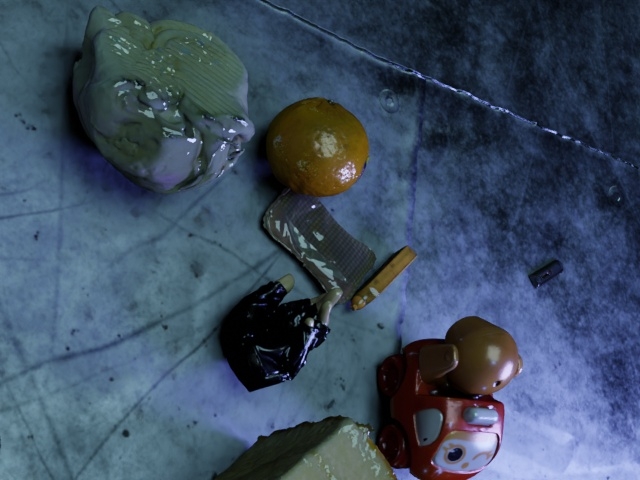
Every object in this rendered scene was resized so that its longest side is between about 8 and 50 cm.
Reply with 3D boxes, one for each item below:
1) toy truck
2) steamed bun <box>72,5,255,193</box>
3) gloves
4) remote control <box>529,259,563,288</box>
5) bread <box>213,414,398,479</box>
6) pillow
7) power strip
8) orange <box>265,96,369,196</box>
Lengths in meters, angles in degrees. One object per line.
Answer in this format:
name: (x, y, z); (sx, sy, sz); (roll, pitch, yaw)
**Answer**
toy truck: (0.228, 0.264, 1.863); (0.189, 0.239, 0.265); (9, 70, -32)
steamed bun: (-0.251, -0.197, 1.723); (0.268, 0.207, 0.280); (12, 41, -31)
gloves: (-0.050, 0.134, 1.783); (0.203, 0.124, 0.164); (-18, 67, -29)
remote control: (0.446, 0.065, 2.220); (0.091, 0.016, 0.034); (-27, 86, -38)
bread: (-0.016, 0.420, 1.620); (0.207, 0.279, 0.279); (-39, 101, -36)
pillow: (-0.002, 0.001, 1.921); (0.211, 0.034, 0.135); (46, 56, -12)
power strip: (0.106, 0.067, 1.963); (0.028, 0.049, 0.178); (50, 54, -4)
orange: (-0.004, -0.155, 1.887); (0.177, 0.155, 0.177); (12, 47, -13)
